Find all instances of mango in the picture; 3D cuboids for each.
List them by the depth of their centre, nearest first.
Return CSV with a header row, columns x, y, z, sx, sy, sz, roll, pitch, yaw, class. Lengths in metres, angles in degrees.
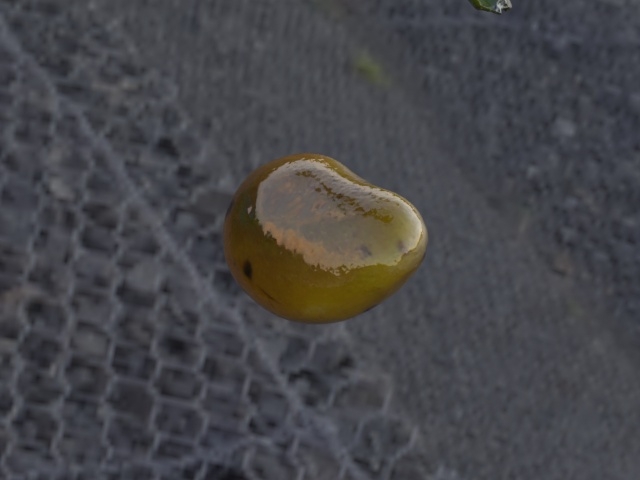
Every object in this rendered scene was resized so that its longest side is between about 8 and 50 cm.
x,y,z,sx,sy,sz,roll,pitch,yaw,class
-0.003,0.002,1.322,0.090,0.115,0.178,37,-4,-40,mango

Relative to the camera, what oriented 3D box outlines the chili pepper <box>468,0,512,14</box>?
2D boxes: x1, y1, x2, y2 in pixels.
x,y,z,sx,sy,sz,roll,pitch,yaw,class
0.098,-0.263,1.596,0.052,0.050,0.201,-22,74,-33,chili pepper
